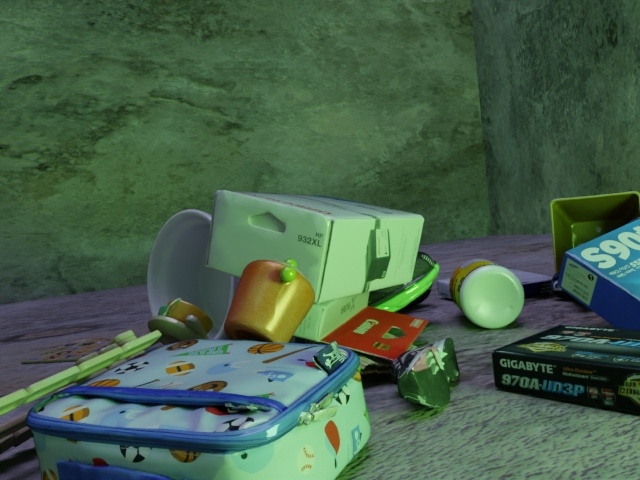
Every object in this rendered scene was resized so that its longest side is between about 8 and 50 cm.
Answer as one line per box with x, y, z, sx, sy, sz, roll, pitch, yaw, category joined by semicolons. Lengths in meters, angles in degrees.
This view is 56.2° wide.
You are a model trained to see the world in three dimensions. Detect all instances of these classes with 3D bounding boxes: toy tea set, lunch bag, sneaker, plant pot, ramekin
-0.104;0.115;0.812;0.335;0.200;0.124;-7;44;38;toy tea set
-0.109;0.174;0.575;0.303;0.115;0.243;-6;4;28;lunch bag
0.531;0.098;1.253;0.121;0.079;0.216;-8;-8;40;sneaker
0.740;0.002;1.599;0.212;0.212;0.187;-5;-10;25;plant pot
-0.208;0.081;1.173;0.277;0.278;0.135;-4;-4;42;ramekin
0.121;0.171;0.753;0.077;0.072;0.178;-18;-10;22;sneaker
-0.002;0.074;1.226;0.482;0.203;0.185;-8;7;18;sneaker

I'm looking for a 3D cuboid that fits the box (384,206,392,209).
0.132;0.039;1.570;0.076;0.243;0.307;-5;3;20;box

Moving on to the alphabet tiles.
-0.475;0.231;1.289;0.237;0.009;0.198;-6;2;13;alphabet tiles

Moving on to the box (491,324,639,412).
0.348;0.148;0.719;0.175;0.051;0.220;-8;3;-39;box

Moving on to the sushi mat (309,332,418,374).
0.032;0.145;0.964;0.151;0.019;0.316;4;9;-36;sushi mat

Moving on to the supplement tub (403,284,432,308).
0.164;0.106;1.380;0.116;0.117;0.190;-4;3;40;supplement tub

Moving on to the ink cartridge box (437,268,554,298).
0.429;0.111;1.425;0.223;0.045;0.224;-7;4;-17;ink cartridge box

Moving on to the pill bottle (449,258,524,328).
0.319;0.098;1.181;0.117;0.117;0.215;-6;2;5;pill bottle

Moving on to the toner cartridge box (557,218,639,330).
0.582;0.031;0.987;0.347;0.075;0.165;-20;40;-22;toner cartridge box

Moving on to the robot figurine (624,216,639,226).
0.712;0.033;1.189;0.277;0.174;0.209;-6;36;-7;robot figurine

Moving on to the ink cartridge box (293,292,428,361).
0.040;0.106;0.963;0.238;0.060;0.275;10;8;18;ink cartridge box

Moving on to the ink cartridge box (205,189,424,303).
0.000;0.000;0.986;0.223;0.129;0.307;15;10;32;ink cartridge box

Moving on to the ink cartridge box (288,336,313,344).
-0.054;0.171;1.051;0.104;0.060;0.180;-4;3;21;ink cartridge box

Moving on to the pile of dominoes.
-0.306;0.170;0.654;0.196;0.040;0.251;-42;-11;28;pile of dominoes
